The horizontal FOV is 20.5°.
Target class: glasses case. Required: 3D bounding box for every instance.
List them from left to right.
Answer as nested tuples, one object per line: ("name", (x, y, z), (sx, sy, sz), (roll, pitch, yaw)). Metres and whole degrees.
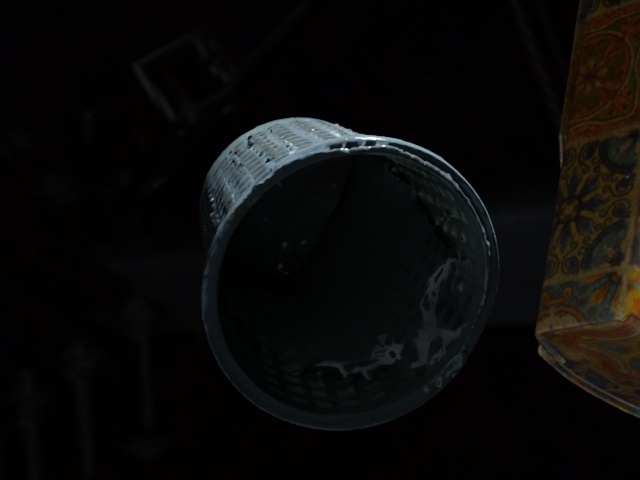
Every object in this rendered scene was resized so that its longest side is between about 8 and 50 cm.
("glasses case", (0.119, -0.054, 0.603), (0.075, 0.218, 0.049), (31, -31, -35))

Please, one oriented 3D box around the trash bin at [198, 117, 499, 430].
("trash bin", (0.000, 0.000, 1.058), (0.161, 0.175, 0.175), (-125, -161, -64))
